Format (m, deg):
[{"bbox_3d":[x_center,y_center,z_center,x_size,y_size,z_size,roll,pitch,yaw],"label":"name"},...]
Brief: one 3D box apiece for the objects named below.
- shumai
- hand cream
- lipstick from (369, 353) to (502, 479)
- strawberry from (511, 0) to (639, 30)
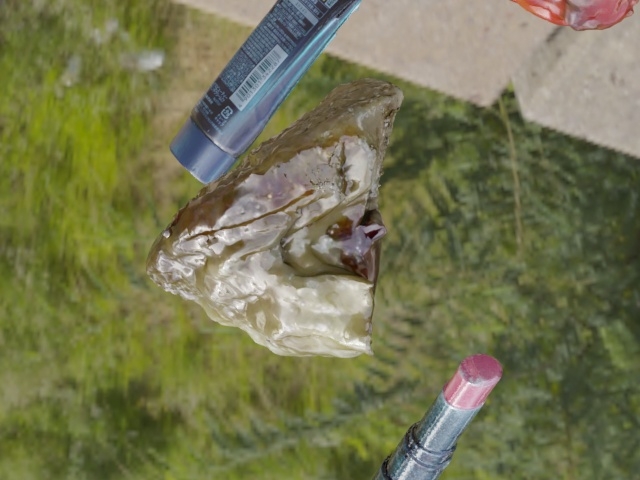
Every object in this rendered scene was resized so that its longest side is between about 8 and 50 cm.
[{"bbox_3d":[-0.011,-0.004,0.604,0.139,0.123,0.105,-11,109,38],"label":"shumai"},{"bbox_3d":[-0.059,-0.183,1.423,0.061,0.120,0.270,28,105,-38],"label":"hand cream"},{"bbox_3d":[0.091,0.165,1.071,0.053,0.053,0.234,10,141,-14],"label":"lipstick"},{"bbox_3d":[0.151,-0.251,0.966,0.205,0.244,0.205,-15,152,-8],"label":"strawberry"}]
